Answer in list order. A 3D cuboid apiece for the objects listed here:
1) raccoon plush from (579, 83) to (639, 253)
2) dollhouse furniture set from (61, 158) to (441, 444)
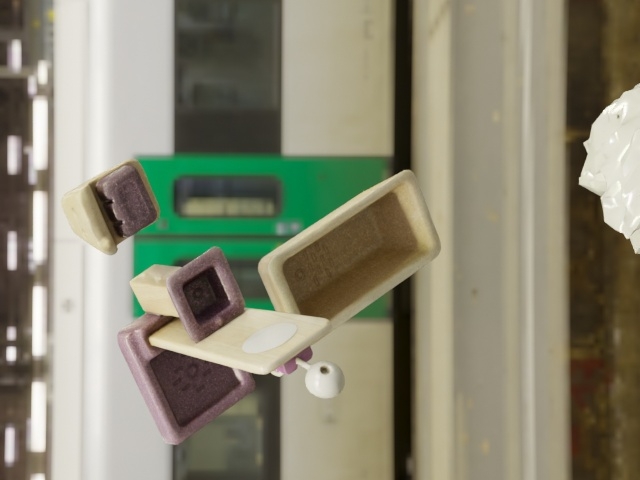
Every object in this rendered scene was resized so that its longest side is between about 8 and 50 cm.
[{"bbox_3d":[0.254,-0.195,0.490,0.216,0.446,0.299,-37,-73,-80],"label":"raccoon plush"},{"bbox_3d":[0.000,0.000,0.486,0.081,0.114,0.091,5,123,53],"label":"dollhouse furniture set"}]
